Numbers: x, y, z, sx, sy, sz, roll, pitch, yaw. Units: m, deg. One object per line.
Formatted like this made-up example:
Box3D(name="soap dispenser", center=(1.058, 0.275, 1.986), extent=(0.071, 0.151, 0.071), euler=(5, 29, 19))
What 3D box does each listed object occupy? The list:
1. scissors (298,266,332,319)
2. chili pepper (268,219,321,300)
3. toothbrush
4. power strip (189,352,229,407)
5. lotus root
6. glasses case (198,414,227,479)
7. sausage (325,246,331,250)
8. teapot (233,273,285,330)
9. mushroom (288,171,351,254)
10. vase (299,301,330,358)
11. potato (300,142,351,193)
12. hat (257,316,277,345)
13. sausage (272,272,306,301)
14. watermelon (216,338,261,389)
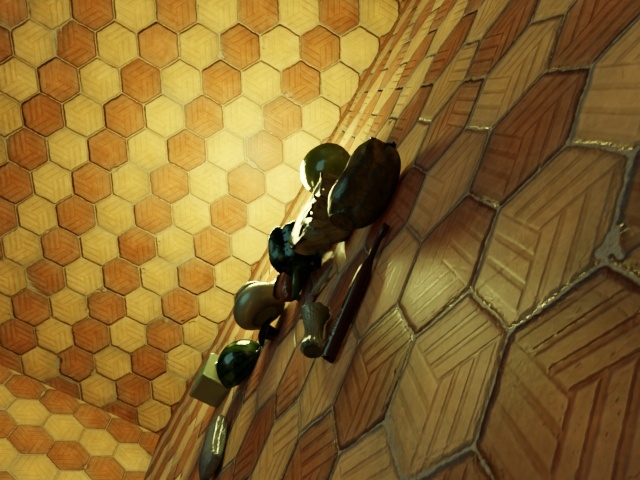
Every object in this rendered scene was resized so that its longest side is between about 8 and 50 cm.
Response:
Box3D(name="scissors", center=(-0.011, 0.157, 1.678), extent=(0.212, 0.021, 0.110), euler=(-55, 9, 32))
Box3D(name="chili pepper", center=(-0.079, 0.066, 1.842), extent=(0.165, 0.174, 0.261), euler=(-22, 67, 18))
Box3D(name="toothbrush", center=(0.086, 0.113, 1.275), extent=(0.364, 0.041, 0.041), euler=(-65, 11, -21))
Box3D(name="power strip", center=(-0.446, 0.584, 2.336), extent=(0.224, 0.139, 0.140), euler=(-55, 11, 33))
Box3D(name="lotus root", center=(0.121, -0.148, 1.484), extent=(0.275, 0.152, 0.160), euler=(-58, 11, -20))
Box3D(name="glasses case", center=(-0.361, 0.693, 1.836), extent=(0.109, 0.067, 0.282), euler=(-63, 12, 10))
Box3D(name="sausage", center=(0.059, -0.059, 1.879), extent=(0.223, 0.029, 0.029), euler=(-65, 11, -23))
Box3D(name="teapot", center=(-0.250, 0.274, 2.090), extent=(0.149, 0.220, 0.318), euler=(52, 135, 33))
Box3D(name="mushroom", center=(0.018, -0.060, 1.724), extent=(0.189, 0.164, 0.267), euler=(127, 164, -56))
Box3D(name="vase", center=(-0.016, 0.229, 1.373), extent=(0.081, 0.081, 0.149), euler=(-56, 16, 27))
Box3D(name="potato", center=(0.024, -0.276, 2.149), extent=(0.216, 0.215, 0.304), euler=(-61, 8, 2))
Box3D(name="hat", center=(-0.185, 0.332, 1.979), extent=(0.121, 0.050, 0.121), euler=(-56, 17, 26))
Box3D(name="sausage", center=(-0.084, 0.093, 1.994), extent=(0.102, 0.102, 0.330), euler=(-49, 17, 50))
Box3D(name="watermelon", center=(-0.329, 0.466, 2.127), extent=(0.232, 0.127, 0.204), euler=(-46, 15, 40))
